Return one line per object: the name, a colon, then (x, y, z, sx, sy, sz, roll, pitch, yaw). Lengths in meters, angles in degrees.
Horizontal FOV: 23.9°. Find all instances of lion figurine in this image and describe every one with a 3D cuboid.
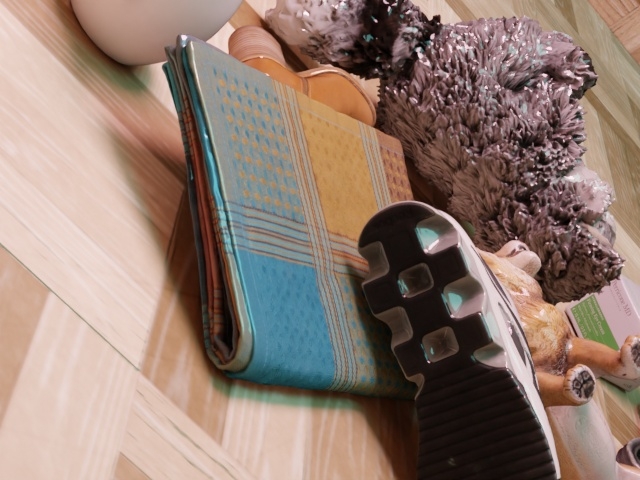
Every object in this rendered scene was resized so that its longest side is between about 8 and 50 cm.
lion figurine: (0.237, 0.184, 1.432, 0.142, 0.240, 0.392, -29, 103, -27)

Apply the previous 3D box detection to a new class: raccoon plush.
raccoon plush: (0.133, -0.076, 1.639, 0.446, 0.216, 0.299, 9, 58, -22)

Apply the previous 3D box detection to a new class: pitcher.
pitcher: (-0.111, -0.228, 1.214, 0.125, 0.207, 0.178, 54, 22, -3)

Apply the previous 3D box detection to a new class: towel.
towel: (0.000, 0.000, 1.274, 0.370, 0.040, 0.272, 18, 57, -59)

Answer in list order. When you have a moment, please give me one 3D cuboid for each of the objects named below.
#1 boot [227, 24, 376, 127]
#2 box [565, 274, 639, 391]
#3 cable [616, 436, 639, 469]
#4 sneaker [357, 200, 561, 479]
boot: (-0.012, -0.102, 1.429, 0.197, 0.073, 0.152, 26, 37, -38)
box: (0.376, 0.115, 1.875, 0.102, 0.087, 0.101, 29, 33, -48)
cable: (0.420, 0.236, 1.817, 0.287, 0.072, 0.139, 13, 41, -59)
sneaker: (0.139, 0.127, 1.276, 0.146, 0.122, 0.331, 5, 69, -65)
